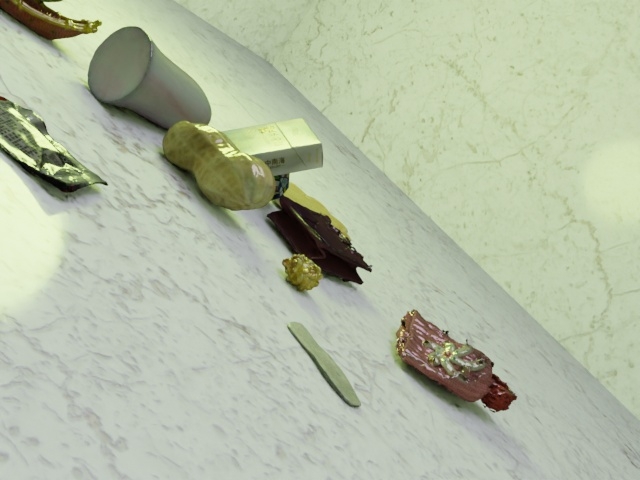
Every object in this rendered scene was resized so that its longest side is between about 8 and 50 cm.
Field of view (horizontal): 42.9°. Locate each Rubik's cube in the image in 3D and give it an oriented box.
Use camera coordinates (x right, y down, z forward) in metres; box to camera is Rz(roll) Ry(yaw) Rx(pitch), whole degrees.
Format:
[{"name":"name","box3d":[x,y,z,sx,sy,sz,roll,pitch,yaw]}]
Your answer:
[{"name":"Rubik's cube","box3d":[-0.125,-0.144,1.908,0.111,0.111,0.093,29,41,-38]}]

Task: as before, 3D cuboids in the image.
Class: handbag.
[{"name":"handbag","box3d":[-0.002,0.002,1.807,0.216,0.074,0.203,25,19,-52]}]

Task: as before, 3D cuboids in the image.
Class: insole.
[{"name":"insole","box3d":[0.007,0.198,1.314,0.063,0.010,0.192,21,23,-53]}]

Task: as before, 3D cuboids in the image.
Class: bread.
[{"name":"bread","box3d":[-0.031,-0.076,2.059,0.250,0.039,0.182,33,14,-25]}]

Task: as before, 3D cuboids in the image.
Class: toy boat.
[{"name":"toy boat","box3d":[-0.640,-0.526,1.769,0.317,0.099,0.141,31,12,-21]}]

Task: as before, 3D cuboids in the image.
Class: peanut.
[{"name":"peanut","box3d":[-0.208,-0.151,1.639,0.290,0.130,0.130,40,11,30]}]

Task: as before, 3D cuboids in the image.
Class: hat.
[{"name":"hat","box3d":[0.284,0.253,1.677,0.286,0.107,0.237,34,23,-1]}]

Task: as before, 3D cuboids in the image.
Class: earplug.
[{"name":"earplug","box3d":[-0.344,-0.325,1.795,0.172,0.172,0.301,47,10,31]}]

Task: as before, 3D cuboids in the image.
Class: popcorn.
[{"name":"popcorn","box3d":[-0.036,0.059,1.555,0.083,0.057,0.082,35,12,-7]}]

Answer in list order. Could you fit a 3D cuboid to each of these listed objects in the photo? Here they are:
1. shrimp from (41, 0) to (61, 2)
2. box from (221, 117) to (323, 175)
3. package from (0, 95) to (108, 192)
[{"name":"shrimp","box3d":[-0.653,-0.597,1.839,0.164,0.062,0.316,34,-11,-32]},{"name":"box","box3d":[-0.130,-0.202,1.832,0.242,0.067,0.155,-12,35,-14]},{"name":"package","box3d":[-0.435,-0.152,1.219,0.239,0.030,0.154,40,14,2]}]
